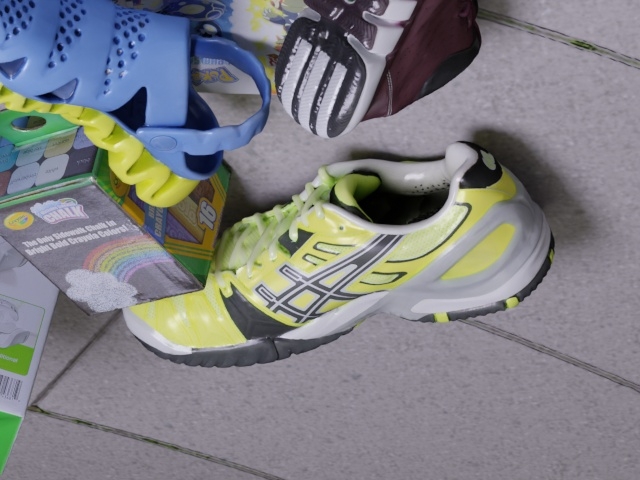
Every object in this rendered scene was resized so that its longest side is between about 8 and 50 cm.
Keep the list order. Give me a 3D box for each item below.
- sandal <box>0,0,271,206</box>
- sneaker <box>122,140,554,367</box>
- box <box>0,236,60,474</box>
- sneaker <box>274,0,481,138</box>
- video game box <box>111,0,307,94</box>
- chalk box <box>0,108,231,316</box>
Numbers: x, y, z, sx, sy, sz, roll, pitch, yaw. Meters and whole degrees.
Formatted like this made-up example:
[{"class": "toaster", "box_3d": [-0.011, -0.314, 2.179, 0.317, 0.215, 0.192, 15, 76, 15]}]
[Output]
[{"class": "sandal", "box_3d": [-0.149, -0.138, 1.424, 0.138, 0.126, 0.317, -17, 151, 30]}, {"class": "sneaker", "box_3d": [0.000, 0.000, 1.664, 0.385, 0.145, 0.147, -15, 130, 15]}, {"class": "box", "box_3d": [-0.371, 0.051, 1.718, 0.262, 0.231, 0.127, 17, 143, -10]}, {"class": "sneaker", "box_3d": [0.077, -0.207, 1.392, 0.162, 0.106, 0.281, -11, 135, -52]}, {"class": "video game box", "box_3d": [-0.069, -0.187, 1.483, 0.205, 0.048, 0.187, 2, 146, 11]}, {"class": "chalk box", "box_3d": [-0.194, -0.056, 1.620, 0.132, 0.132, 0.213, -13, 137, 29]}]
